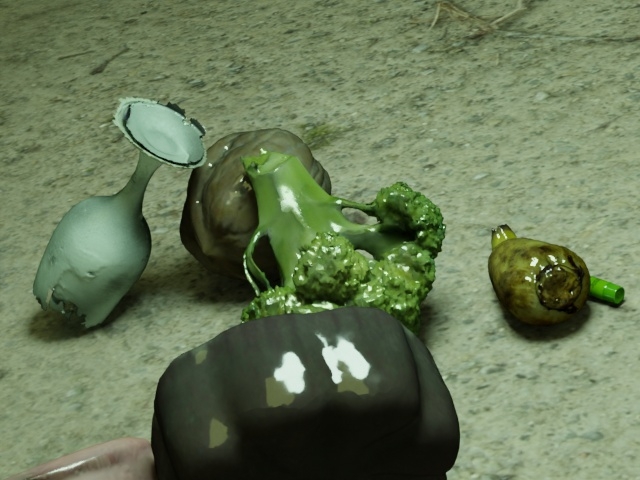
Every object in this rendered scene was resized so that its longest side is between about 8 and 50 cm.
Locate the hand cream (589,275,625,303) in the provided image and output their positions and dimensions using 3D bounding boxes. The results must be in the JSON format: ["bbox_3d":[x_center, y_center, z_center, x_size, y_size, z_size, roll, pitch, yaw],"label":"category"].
[{"bbox_3d":[0.320,0.052,1.723,0.036,0.023,0.122,-45,37,-21],"label":"hand cream"}]

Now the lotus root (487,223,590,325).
[{"bbox_3d":[0.256,0.039,1.711,0.108,0.094,0.191,-18,21,-10],"label":"lotus root"}]

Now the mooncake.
[{"bbox_3d":[-0.017,0.204,1.391,0.306,0.306,0.154,-18,41,-3],"label":"mooncake"}]

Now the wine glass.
[{"bbox_3d":[-0.271,-0.033,1.854,0.143,0.321,0.143,23,33,-16],"label":"wine glass"}]

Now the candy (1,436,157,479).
[{"bbox_3d":[-0.278,0.282,1.447,0.255,0.094,0.255,-21,-8,-3],"label":"candy"}]

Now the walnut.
[{"bbox_3d":[-0.088,-0.043,1.892,0.224,0.224,0.224,-11,32,7],"label":"walnut"}]

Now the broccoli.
[{"bbox_3d":[0.023,0.012,1.670,0.254,0.302,0.186,-5,-8,8],"label":"broccoli"}]
